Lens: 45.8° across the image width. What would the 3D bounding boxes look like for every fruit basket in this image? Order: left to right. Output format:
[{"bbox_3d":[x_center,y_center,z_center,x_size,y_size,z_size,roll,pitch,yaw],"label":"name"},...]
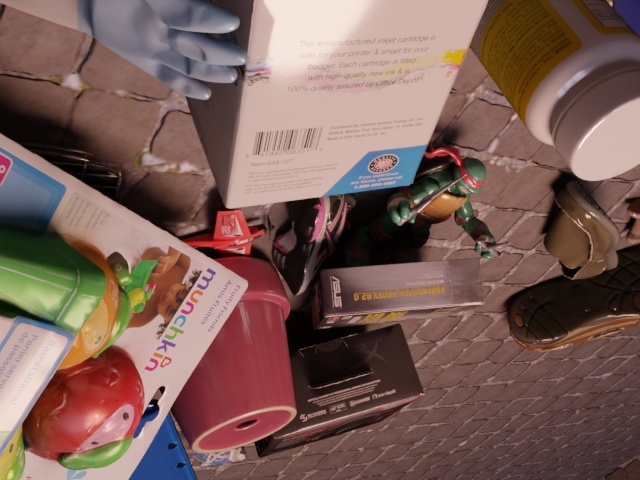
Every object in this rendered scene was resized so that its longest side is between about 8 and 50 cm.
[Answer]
[{"bbox_3d":[-0.232,0.122,0.649,0.327,0.165,0.353,-58,139,-5],"label":"fruit basket"}]

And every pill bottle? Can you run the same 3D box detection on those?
[{"bbox_3d":[0.218,-0.162,0.682,0.119,0.208,0.119,-15,145,-11],"label":"pill bottle"}]

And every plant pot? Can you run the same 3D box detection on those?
[{"bbox_3d":[-0.118,0.146,0.911,0.201,0.180,0.201,-18,154,-9],"label":"plant pot"}]

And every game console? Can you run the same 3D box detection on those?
[{"bbox_3d":[-0.309,0.224,0.930,0.173,0.250,0.293,-37,152,-24],"label":"game console"}]

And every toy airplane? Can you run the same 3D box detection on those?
[{"bbox_3d":[-0.125,0.003,0.868,0.151,0.028,0.151,-17,154,-8],"label":"toy airplane"}]

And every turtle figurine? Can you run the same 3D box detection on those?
[{"bbox_3d":[0.134,-0.030,0.899,0.175,0.118,0.234,19,146,-26],"label":"turtle figurine"}]

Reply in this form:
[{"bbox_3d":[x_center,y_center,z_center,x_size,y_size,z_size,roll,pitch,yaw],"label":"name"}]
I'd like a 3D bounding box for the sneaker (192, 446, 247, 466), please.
[{"bbox_3d":[-0.174,0.323,1.234,0.081,0.080,0.211,-20,145,-10],"label":"sneaker"}]

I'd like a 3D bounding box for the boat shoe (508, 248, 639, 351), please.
[{"bbox_3d":[0.476,0.108,1.301,0.324,0.122,0.120,-15,151,2],"label":"boat shoe"}]

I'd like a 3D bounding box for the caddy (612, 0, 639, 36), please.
[{"bbox_3d":[0.438,-0.225,0.752,0.241,0.179,0.341,-30,145,8],"label":"caddy"}]

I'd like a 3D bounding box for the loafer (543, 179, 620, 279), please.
[{"bbox_3d":[0.375,0.001,1.100,0.087,0.094,0.251,-34,145,8],"label":"loafer"}]

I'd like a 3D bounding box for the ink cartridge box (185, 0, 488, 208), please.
[{"bbox_3d":[-0.002,-0.170,0.577,0.171,0.168,0.232,-8,143,-21],"label":"ink cartridge box"}]

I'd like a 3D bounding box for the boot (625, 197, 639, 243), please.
[{"bbox_3d":[0.506,-0.027,1.186,0.118,0.042,0.087,-6,145,-23],"label":"boot"}]

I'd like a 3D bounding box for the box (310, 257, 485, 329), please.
[{"bbox_3d":[0.084,0.071,0.947,0.183,0.056,0.231,-4,171,-5],"label":"box"}]

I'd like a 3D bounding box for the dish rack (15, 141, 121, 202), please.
[{"bbox_3d":[-0.311,0.000,0.723,0.208,0.074,0.271,0,138,-33],"label":"dish rack"}]

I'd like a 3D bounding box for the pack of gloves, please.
[{"bbox_3d":[-0.142,-0.188,0.446,0.046,0.232,0.195,-50,161,-43],"label":"pack of gloves"}]

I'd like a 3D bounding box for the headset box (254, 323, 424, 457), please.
[{"bbox_3d":[0.009,0.225,1.113,0.218,0.110,0.293,-13,162,-15],"label":"headset box"}]

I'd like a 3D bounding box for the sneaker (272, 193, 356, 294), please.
[{"bbox_3d":[0.000,0.000,0.906,0.077,0.072,0.178,-17,153,-28],"label":"sneaker"}]
